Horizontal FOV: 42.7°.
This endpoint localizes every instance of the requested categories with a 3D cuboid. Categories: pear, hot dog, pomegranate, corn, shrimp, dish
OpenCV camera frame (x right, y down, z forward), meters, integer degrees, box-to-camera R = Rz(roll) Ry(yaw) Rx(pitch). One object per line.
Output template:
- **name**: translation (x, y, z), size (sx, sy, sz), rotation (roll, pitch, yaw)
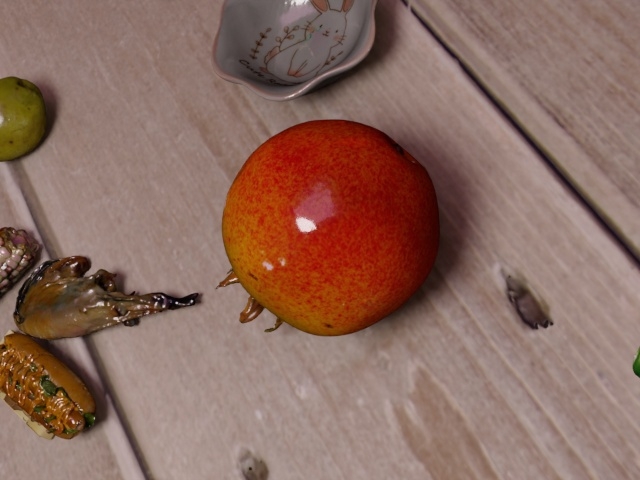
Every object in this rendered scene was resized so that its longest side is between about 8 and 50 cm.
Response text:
- **pear**: translation (-0.444, -0.167, 1.153), size (0.107, 0.107, 0.131), rotation (40, 98, 30)
- **hot dog**: translation (-0.340, 0.170, 0.979), size (0.188, 0.055, 0.072), rotation (29, 84, 28)
- **pomegranate**: translation (0.000, 0.000, 0.840), size (0.257, 0.221, 0.221), rotation (-45, 57, 29)
- **corn**: translation (-0.497, 0.085, 1.081), size (0.280, 0.092, 0.092), rotation (-42, 60, 2)
- **shrimp**: translation (-0.276, 0.057, 1.015), size (0.262, 0.066, 0.117), rotation (-11, 66, 17)
- **dish**: translation (-0.021, -0.252, 1.021), size (0.229, 0.081, 0.229), rotation (-9, 64, 18)

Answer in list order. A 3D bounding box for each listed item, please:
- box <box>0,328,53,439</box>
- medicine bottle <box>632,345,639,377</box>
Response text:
- **box**: translation (-0.367, 0.179, 1.030), size (0.149, 0.020, 0.073), rotation (31, 83, 29)
- **medicine bottle**: translation (0.399, 0.141, 0.659), size (0.274, 0.133, 0.133), rotation (37, 87, 30)
